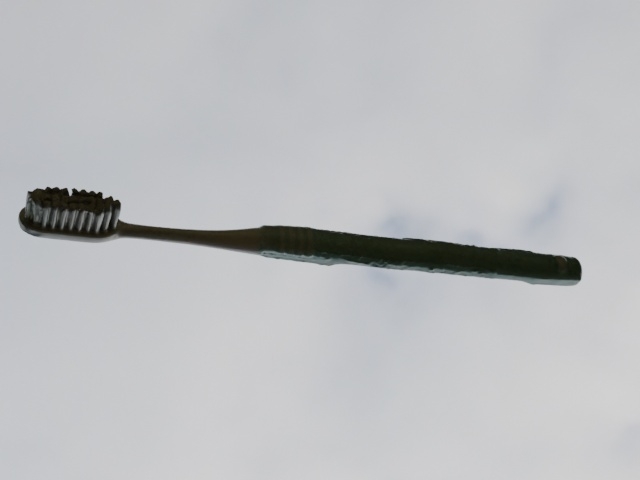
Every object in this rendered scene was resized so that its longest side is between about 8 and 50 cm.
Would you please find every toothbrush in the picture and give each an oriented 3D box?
[{"bbox_3d":[0.000,0.000,0.346,0.167,0.014,0.011,6,-127,-16],"label":"toothbrush"}]
